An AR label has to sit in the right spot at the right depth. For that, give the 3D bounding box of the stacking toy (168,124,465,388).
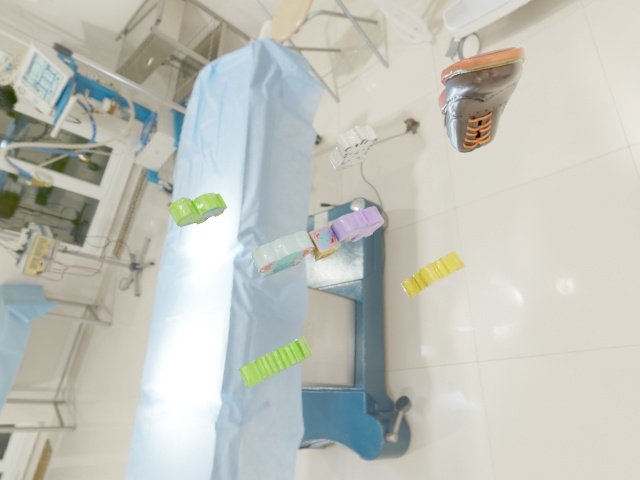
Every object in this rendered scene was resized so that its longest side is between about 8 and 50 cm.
[{"bbox_3d":[0.000,0.000,0.393,0.167,0.221,0.052,60,156,14],"label":"stacking toy"}]

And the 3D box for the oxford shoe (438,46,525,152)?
[{"bbox_3d":[0.210,-0.172,0.577,0.097,0.271,0.098,-8,92,14],"label":"oxford shoe"}]
